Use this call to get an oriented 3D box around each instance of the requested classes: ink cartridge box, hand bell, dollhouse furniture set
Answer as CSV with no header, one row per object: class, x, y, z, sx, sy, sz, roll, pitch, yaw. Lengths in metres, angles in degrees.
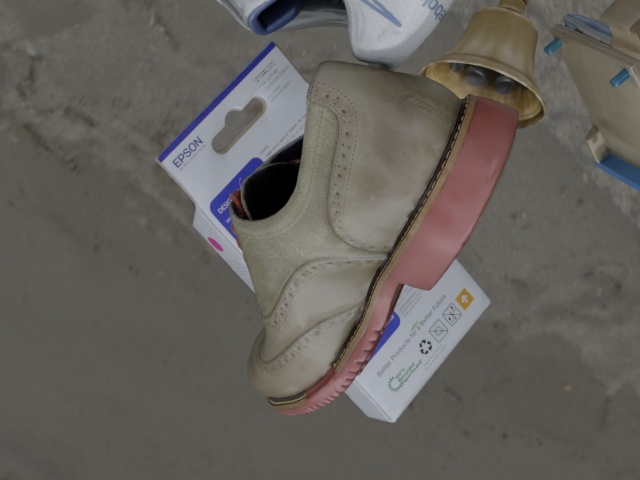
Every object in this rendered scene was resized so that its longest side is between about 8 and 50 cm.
ink cartridge box,0.003,-0.004,1.315,0.176,0.069,0.371,-48,112,-20
hand bell,0.190,-0.244,1.268,0.126,0.242,0.126,18,163,6
dollhouse furniture set,0.362,-0.187,1.245,0.198,0.303,0.286,-40,125,-7

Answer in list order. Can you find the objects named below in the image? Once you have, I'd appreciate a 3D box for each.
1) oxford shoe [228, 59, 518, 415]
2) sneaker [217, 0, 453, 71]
oxford shoe,0.000,0.000,0.831,0.130,0.123,0.348,25,142,-5
sneaker,-0.045,-0.199,0.765,0.297,0.111,0.129,28,85,24
